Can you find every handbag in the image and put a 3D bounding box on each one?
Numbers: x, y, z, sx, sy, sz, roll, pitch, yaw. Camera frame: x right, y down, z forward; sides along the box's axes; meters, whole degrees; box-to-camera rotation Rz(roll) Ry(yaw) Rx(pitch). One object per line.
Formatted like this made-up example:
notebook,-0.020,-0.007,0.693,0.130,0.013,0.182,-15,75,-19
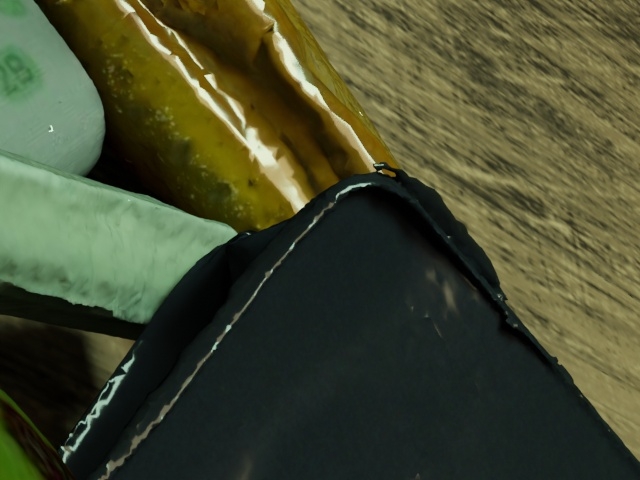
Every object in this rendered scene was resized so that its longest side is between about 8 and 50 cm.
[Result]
handbag,0.027,0.171,0.616,0.325,0.118,0.269,49,52,-14

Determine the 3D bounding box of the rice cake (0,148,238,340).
rice cake,-0.125,-0.009,0.583,0.336,0.066,0.063,25,77,-62

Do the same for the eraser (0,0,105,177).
eraser,-0.199,-0.055,0.653,0.174,0.081,0.227,55,32,-6

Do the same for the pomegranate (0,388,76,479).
pomegranate,-0.178,0.085,0.410,0.242,0.242,0.306,14,34,-44

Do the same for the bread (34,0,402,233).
bread,0.000,0.000,0.816,0.380,0.109,0.185,55,4,1
